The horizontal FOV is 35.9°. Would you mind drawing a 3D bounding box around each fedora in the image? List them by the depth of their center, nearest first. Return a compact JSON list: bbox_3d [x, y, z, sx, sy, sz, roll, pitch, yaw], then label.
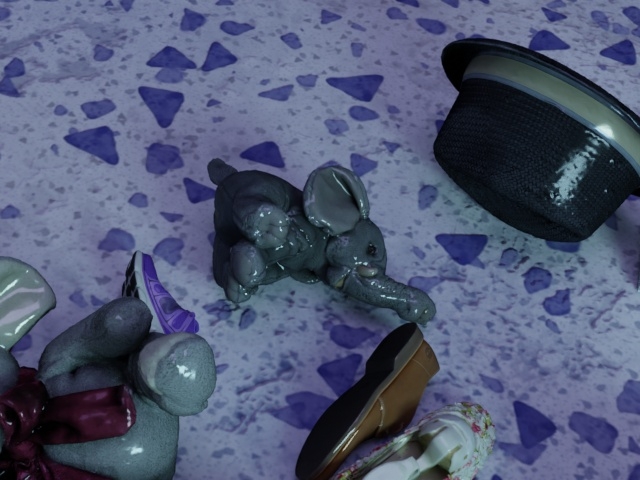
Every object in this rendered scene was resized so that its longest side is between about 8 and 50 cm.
[{"bbox_3d":[0.263,-0.105,1.233,0.334,0.334,0.152,32,83,19],"label":"fedora"}]

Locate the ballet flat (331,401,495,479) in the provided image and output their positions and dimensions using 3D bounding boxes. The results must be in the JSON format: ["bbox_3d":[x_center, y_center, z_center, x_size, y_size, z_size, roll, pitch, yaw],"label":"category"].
[{"bbox_3d":[0.098,0.232,1.005,0.241,0.077,0.091,-29,69,-28],"label":"ballet flat"}]

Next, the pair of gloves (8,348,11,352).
[{"bbox_3d":[-0.381,0.107,1.095,0.083,0.010,0.074,5,49,-2],"label":"pair of gloves"}]

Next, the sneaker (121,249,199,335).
[{"bbox_3d":[-0.177,0.087,1.116,0.071,0.068,0.170,-7,58,-33],"label":"sneaker"}]

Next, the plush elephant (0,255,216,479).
[{"bbox_3d":[-0.263,0.165,0.903,0.255,0.272,0.330,1,19,-24],"label":"plush elephant"}]

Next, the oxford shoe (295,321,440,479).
[{"bbox_3d":[0.058,0.186,1.050,0.212,0.076,0.076,-45,107,-24],"label":"oxford shoe"}]

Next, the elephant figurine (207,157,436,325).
[{"bbox_3d":[0.000,0.000,1.164,0.239,0.186,0.169,0,6,-21],"label":"elephant figurine"}]

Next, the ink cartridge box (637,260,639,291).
[{"bbox_3d":[0.440,0.001,1.238,0.052,0.088,0.122,18,50,5],"label":"ink cartridge box"}]
